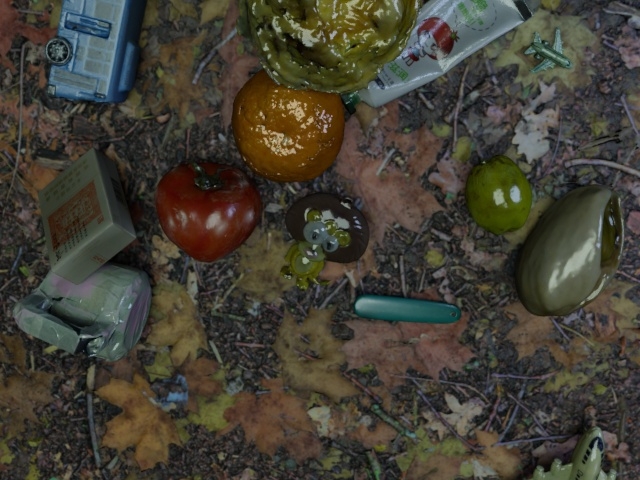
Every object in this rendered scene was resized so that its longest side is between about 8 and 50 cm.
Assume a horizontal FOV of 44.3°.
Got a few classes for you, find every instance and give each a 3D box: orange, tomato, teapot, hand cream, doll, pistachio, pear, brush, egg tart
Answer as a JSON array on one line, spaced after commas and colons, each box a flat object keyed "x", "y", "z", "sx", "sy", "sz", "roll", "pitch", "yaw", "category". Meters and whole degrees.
[{"x": -0.050, "y": -0.188, "z": 1.258, "sx": 0.193, "sy": 0.161, "sz": 0.193, "roll": 6, "pitch": 109, "yaw": 18, "category": "orange"}, {"x": -0.192, "y": -0.046, "z": 1.302, "sx": 0.187, "sy": 0.187, "sz": 0.151, "roll": 19, "pitch": 125, "yaw": 1, "category": "tomato"}, {"x": -0.404, "y": 0.129, "z": 1.334, "sx": 0.178, "sy": 0.221, "sz": 0.163, "roll": 16, "pitch": 133, "yaw": 6, "category": "teapot"}, {"x": 0.173, "y": -0.319, "z": 1.268, "sx": 0.336, "sy": 0.076, "sz": 0.121, "roll": -34, "pitch": 99, "yaw": 4, "category": "hand cream"}, {"x": 0.007, "y": 0.005, "z": 1.335, "sx": 0.145, "sy": 0.096, "sz": 0.188, "roll": 13, "pitch": 113, "yaw": 10, "category": "doll"}, {"x": 0.408, "y": 0.019, "z": 1.280, "sx": 0.153, "sy": 0.138, "sz": 0.238, "roll": 41, "pitch": 104, "yaw": 31, "category": "pistachio"}, {"x": 0.290, "y": -0.074, "z": 1.287, "sx": 0.107, "sy": 0.107, "sz": 0.131, "roll": -22, "pitch": 88, "yaw": 9, "category": "pear"}, {"x": 0.151, "y": 0.120, "z": 1.380, "sx": 0.193, "sy": 0.032, "sz": 0.043, "roll": 5, "pitch": 99, "yaw": -9, "category": "brush"}, {"x": 0.011, "y": -0.351, "z": 1.116, "sx": 0.297, "sy": 0.132, "sz": 0.297, "roll": -1, "pitch": 103, "yaw": -4, "category": "egg tart"}]

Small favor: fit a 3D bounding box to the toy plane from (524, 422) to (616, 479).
[{"x": 0.451, "y": 0.434, "z": 1.383, "sx": 0.242, "sy": 0.104, "sz": 0.256, "roll": 10, "pitch": 103, "yaw": 5, "category": "toy plane"}]

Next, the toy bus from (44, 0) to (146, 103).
[{"x": -0.359, "y": -0.336, "z": 1.276, "sx": 0.133, "sy": 0.116, "sz": 0.234, "roll": 14, "pitch": 101, "yaw": -2, "category": "toy bus"}]

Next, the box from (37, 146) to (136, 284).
[{"x": -0.392, "y": -0.044, "z": 1.308, "sx": 0.141, "sy": 0.201, "sz": 0.058, "roll": -36, "pitch": 140, "yaw": 12, "category": "box"}]

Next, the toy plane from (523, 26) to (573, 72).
[{"x": 0.369, "y": -0.300, "z": 1.264, "sx": 0.083, "sy": 0.033, "sz": 0.080, "roll": 28, "pitch": 103, "yaw": -9, "category": "toy plane"}]
